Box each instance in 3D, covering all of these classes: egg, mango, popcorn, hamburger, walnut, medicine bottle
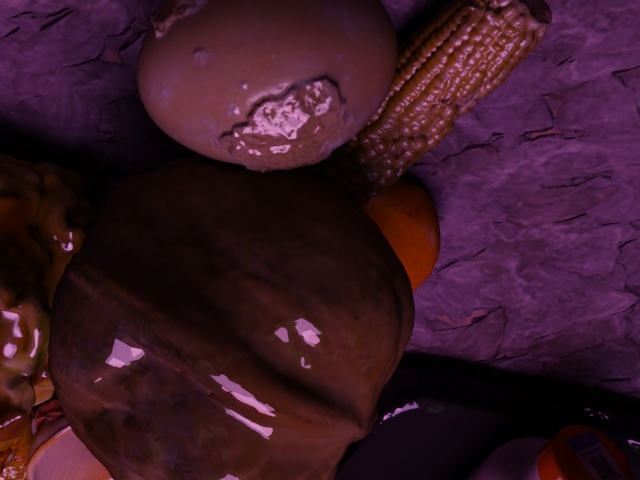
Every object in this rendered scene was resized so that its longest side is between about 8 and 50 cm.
[{"bbox_3d":[-0.041,-0.131,1.191,0.202,0.164,0.164,-7,143,18],"label":"egg"},{"bbox_3d":[0.000,0.005,1.422,0.217,0.102,0.141,4,138,-6],"label":"mango"},{"bbox_3d":[-0.304,0.040,1.376,0.224,0.270,0.258,-26,180,36],"label":"popcorn"},{"bbox_3d":[-0.198,0.228,1.692,0.237,0.147,0.237,-9,150,-5],"label":"hamburger"},{"bbox_3d":[-0.076,0.078,1.264,0.277,0.282,0.253,33,160,22],"label":"walnut"},{"bbox_3d":[0.200,0.305,1.636,0.157,0.157,0.288,19,133,-22],"label":"medicine bottle"}]

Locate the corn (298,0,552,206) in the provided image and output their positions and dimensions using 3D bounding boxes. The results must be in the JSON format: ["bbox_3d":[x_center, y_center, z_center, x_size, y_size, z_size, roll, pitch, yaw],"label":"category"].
[{"bbox_3d":[0.075,-0.113,1.278,0.087,0.086,0.288,24,138,-27],"label":"corn"}]

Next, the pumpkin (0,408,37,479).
[{"bbox_3d":[-0.390,0.256,1.718,0.110,0.217,0.217,34,143,11],"label":"pumpkin"}]

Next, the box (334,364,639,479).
[{"bbox_3d":[0.164,0.271,1.786,0.350,0.091,0.359,13,141,-17],"label":"box"}]
